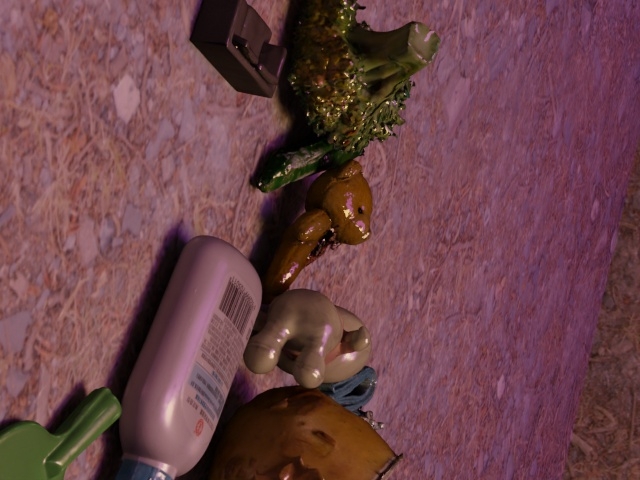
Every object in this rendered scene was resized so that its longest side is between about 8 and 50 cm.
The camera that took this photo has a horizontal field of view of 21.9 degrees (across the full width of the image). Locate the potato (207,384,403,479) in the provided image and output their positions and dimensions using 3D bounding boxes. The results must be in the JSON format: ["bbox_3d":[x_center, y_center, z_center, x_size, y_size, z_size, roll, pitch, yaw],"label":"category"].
[{"bbox_3d":[-0.052,0.307,2.002,0.246,0.196,0.300,-33,159,-56],"label":"potato"}]

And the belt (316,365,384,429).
[{"bbox_3d":[0.027,0.228,2.296,0.179,0.065,0.100,-10,100,-64],"label":"belt"}]

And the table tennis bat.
[{"bbox_3d":[-0.277,0.229,1.605,0.257,0.039,0.160,-47,141,-44],"label":"table tennis bat"}]

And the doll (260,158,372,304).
[{"bbox_3d":[0.000,0.000,2.047,0.209,0.097,0.137,-54,170,-17],"label":"doll"}]

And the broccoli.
[{"bbox_3d":[0.063,-0.220,1.997,0.220,0.194,0.194,55,40,-16],"label":"broccoli"}]

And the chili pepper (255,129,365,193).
[{"bbox_3d":[-0.016,-0.101,2.053,0.227,0.059,0.088,-35,153,-52],"label":"chili pepper"}]

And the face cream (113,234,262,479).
[{"bbox_3d":[-0.157,0.169,1.800,0.163,0.080,0.337,61,45,-58],"label":"face cream"}]

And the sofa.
[{"bbox_3d":[-0.081,-0.225,1.833,0.147,0.060,0.085,45,58,-63],"label":"sofa"}]

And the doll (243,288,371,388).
[{"bbox_3d":[-0.006,0.118,2.031,0.275,0.154,0.113,16,87,-76],"label":"doll"}]
